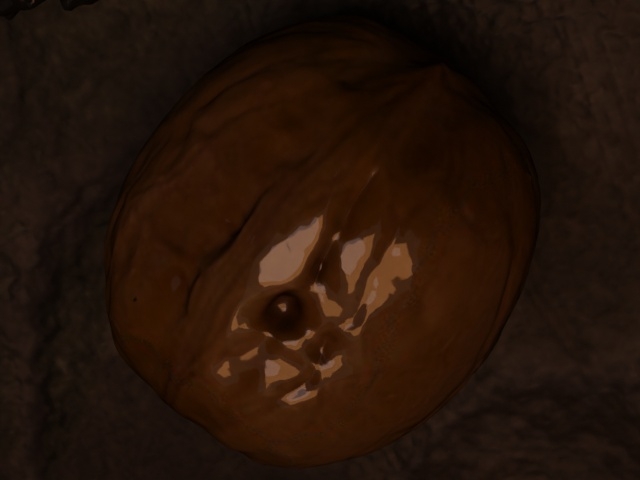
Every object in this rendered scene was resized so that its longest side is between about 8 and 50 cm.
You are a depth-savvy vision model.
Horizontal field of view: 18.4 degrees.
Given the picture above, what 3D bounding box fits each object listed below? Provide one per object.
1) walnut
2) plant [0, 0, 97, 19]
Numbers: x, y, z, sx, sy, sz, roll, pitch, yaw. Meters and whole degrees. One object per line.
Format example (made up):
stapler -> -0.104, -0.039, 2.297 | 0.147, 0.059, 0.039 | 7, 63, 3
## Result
walnut -> 0.000, 0.000, 0.955 | 0.195, 0.195, 0.222 | 34, 117, -8
plant -> -0.158, -0.166, 0.897 | 0.131, 0.203, 0.142 | -3, 118, 16
